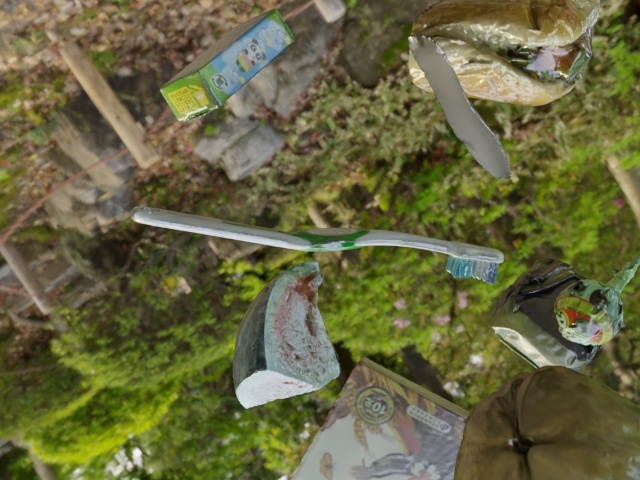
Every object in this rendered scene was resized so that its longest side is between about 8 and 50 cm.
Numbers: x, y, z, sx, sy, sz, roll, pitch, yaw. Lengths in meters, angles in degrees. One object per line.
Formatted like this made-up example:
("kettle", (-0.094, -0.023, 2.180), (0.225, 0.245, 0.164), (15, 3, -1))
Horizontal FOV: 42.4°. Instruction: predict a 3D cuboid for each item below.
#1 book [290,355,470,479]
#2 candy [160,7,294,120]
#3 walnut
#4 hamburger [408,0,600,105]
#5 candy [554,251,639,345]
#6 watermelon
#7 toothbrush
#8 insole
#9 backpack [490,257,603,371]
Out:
("book", (0.097, 0.434, 1.356), (0.428, 0.300, 0.039), (-63, 179, 15))
("candy", (-0.132, -0.253, 1.186), (0.097, 0.062, 0.194), (-10, -149, 46))
("walnut", (0.248, 0.261, 0.808), (0.227, 0.283, 0.283), (-19, -171, 29))
("hamburger", (0.301, -0.288, 1.197), (0.330, 0.162, 0.209), (-28, -141, -34))
("candy", (0.445, 0.035, 1.195), (0.305, 0.091, 0.083), (-43, -172, -24))
("watermelon", (-0.054, 0.198, 1.542), (0.289, 0.214, 0.320), (-50, 165, -86))
("toothbrush", (0.001, -0.005, 0.916), (0.042, 0.418, 0.040), (-101, -158, -72))
("insole", (0.138, -0.127, 0.804), (0.004, 0.188, 0.064), (-48, -146, -15))
("backpack", (0.456, 0.135, 1.596), (0.253, 0.207, 0.140), (-43, 171, -46))
